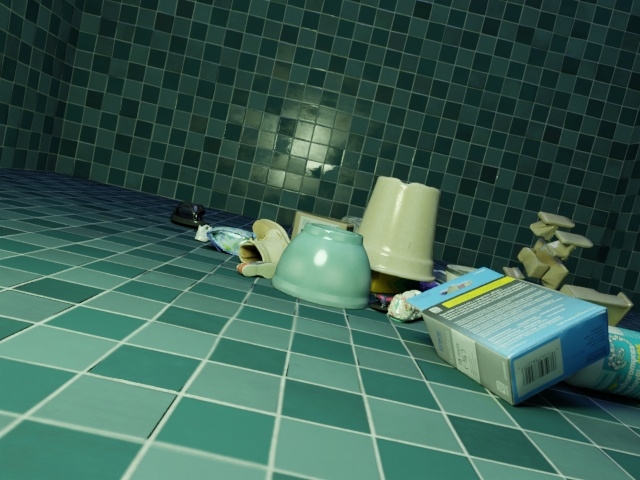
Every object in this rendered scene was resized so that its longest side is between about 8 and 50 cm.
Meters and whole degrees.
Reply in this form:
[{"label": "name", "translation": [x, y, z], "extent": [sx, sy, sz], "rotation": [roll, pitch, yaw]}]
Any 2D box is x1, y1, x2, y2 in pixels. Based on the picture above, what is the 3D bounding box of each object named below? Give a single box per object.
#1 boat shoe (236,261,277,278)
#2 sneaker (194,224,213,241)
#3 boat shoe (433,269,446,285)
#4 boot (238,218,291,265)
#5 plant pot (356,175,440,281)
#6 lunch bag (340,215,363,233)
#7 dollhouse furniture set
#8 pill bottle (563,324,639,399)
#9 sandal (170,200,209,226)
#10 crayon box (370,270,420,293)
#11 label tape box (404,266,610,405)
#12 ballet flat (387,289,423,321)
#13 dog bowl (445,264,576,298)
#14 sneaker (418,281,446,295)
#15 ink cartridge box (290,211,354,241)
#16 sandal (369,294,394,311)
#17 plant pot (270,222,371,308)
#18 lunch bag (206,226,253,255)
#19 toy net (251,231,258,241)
[{"label": "boat shoe", "translation": [-0.182, 0.086, 1.466], "extent": [0.136, 0.049, 0.043], "rotation": [3, 8, -38]}, {"label": "sneaker", "translation": [-0.436, -0.028, 1.950], "extent": [0.053, 0.061, 0.152], "rotation": [13, 4, 19]}, {"label": "boat shoe", "translation": [0.438, 0.172, 1.980], "extent": [0.099, 0.116, 0.319], "rotation": [-34, 32, -15]}, {"label": "boot", "translation": [-0.199, 0.013, 1.664], "extent": [0.203, 0.095, 0.262], "rotation": [2, 38, -50]}, {"label": "plant pot", "translation": [0.273, -0.050, 1.708], "extent": [0.333, 0.306, 0.334], "rotation": [14, 5, -1]}, {"label": "lunch bag", "translation": [0.250, 0.009, 2.410], "extent": [0.304, 0.213, 0.256], "rotation": [10, 6, -27]}, {"label": "dollhouse furniture set", "translation": [0.939, 0.157, 1.902], "extent": [0.256, 0.362, 0.394], "rotation": [10, 34, -15]}, {"label": "pill bottle", "translation": [0.616, 0.257, 1.077], "extent": [0.263, 0.147, 0.146], "rotation": [12, 5, -5]}, {"label": "sandal", "translation": [-0.632, -0.138, 2.360], "extent": [0.167, 0.107, 0.445], "rotation": [11, 6, -24]}, {"label": "crayon box", "translation": [0.190, 0.124, 1.771], "extent": [0.318, 0.081, 0.202], "rotation": [9, 7, -45]}, {"label": "label tape box", "translation": [0.368, 0.177, 1.027], "extent": [0.240, 0.106, 0.333], "rotation": [-19, 17, -18]}, {"label": "ballet flat", "translation": [0.260, 0.179, 1.392], "extent": [0.091, 0.077, 0.241], "rotation": [16, 6, 24]}, {"label": "dog bowl", "translation": [0.585, 0.201, 1.574], "extent": [0.407, 0.151, 0.408], "rotation": [13, 5, -1]}, {"label": "sneaker", "translation": [0.404, 0.176, 1.846], "extent": [0.071, 0.069, 0.169], "rotation": [0, 14, -43]}, {"label": "ink cartridge box", "translation": [0.000, 0.000, 1.994], "extent": [0.234, 0.194, 0.088], "rotation": [15, 8, 25]}, {"label": "sandal", "translation": [0.188, 0.176, 1.439], "extent": [0.067, 0.040, 0.179], "rotation": [15, 6, 17]}, {"label": "plant pot", "translation": [0.019, 0.059, 1.425], "extent": [0.292, 0.197, 0.293], "rotation": [12, 5, -1]}, {"label": "lunch bag", "translation": [-0.330, -0.005, 1.782], "extent": [0.151, 0.097, 0.129], "rotation": [22, 5, -4]}, {"label": "toy net", "translation": [-0.194, 0.042, 1.850], "extent": [0.232, 0.045, 0.122], "rotation": [32, -24, 48]}]
